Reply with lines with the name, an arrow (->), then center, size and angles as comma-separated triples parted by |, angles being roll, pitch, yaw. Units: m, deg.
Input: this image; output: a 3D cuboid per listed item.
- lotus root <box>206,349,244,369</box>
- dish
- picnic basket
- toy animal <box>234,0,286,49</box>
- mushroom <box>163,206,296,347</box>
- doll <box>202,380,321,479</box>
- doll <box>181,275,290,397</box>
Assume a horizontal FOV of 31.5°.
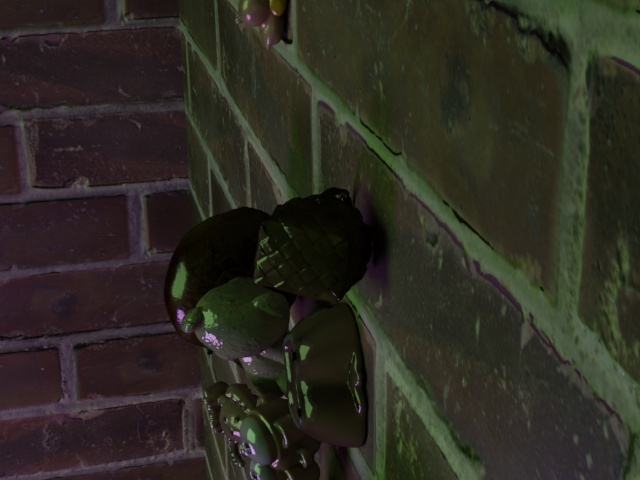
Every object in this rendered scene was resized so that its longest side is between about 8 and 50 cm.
lotus root -> -0.148, 0.148, 2.130 | 0.074, 0.170, 0.261 | -132, 43, -65
dish -> -0.002, 0.194, 1.615 | 0.213, 0.090, 0.213 | 175, 90, -78
picnic basket -> 0.000, 0.000, 1.444 | 0.178, 0.137, 0.128 | -48, -32, -60
toy animal -> -0.099, -0.372, 1.824 | 0.114, 0.082, 0.091 | 97, 164, -49
mushroom -> -0.147, 0.066, 1.890 | 0.153, 0.253, 0.253 | 31, 130, 43
doll -> -0.096, 0.303, 1.781 | 0.278, 0.119, 0.154 | 4, 114, 59
doll -> -0.091, 0.158, 1.780 | 0.149, 0.175, 0.278 | -95, -16, -45
